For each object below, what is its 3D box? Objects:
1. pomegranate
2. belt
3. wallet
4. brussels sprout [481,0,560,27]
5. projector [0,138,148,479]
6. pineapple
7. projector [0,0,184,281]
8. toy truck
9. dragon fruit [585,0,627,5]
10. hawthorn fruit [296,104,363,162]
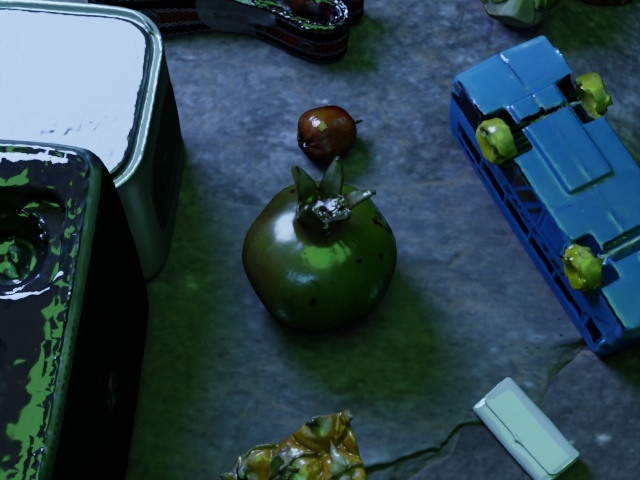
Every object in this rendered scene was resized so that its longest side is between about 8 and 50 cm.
[{"bbox_3d":[0.000,0.000,1.741,0.182,0.224,0.181,0,56,0],"label":"pomegranate"},{"bbox_3d":[-0.124,-0.307,1.958,0.360,0.094,0.126,4,66,3],"label":"belt"},{"bbox_3d":[0.234,0.218,1.743,0.061,0.025,0.122,-38,70,-9],"label":"wallet"},{"bbox_3d":[0.249,-0.351,1.951,0.118,0.155,0.155,13,65,-6],"label":"brussels sprout"},{"bbox_3d":[-0.330,0.148,1.572,0.242,0.405,0.395,3,65,3],"label":"projector"},{"bbox_3d":[-0.017,0.269,1.654,0.186,0.236,0.114,9,63,-39],"label":"pineapple"},{"bbox_3d":[-0.299,-0.108,1.780,0.249,0.249,0.248,5,64,4],"label":"projector"},{"bbox_3d":[0.301,-0.050,1.794,0.161,0.162,0.385,-27,68,-12],"label":"toy truck"},{"bbox_3d":[0.369,-0.397,1.988,0.153,0.111,0.153,0,61,0],"label":"dragon fruit"},{"bbox_3d":[0.007,-0.133,1.888,0.077,0.077,0.077,0,65,1],"label":"hawthorn fruit"}]
